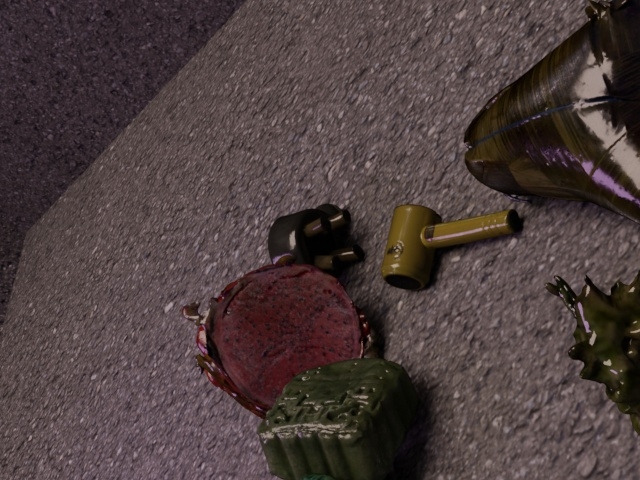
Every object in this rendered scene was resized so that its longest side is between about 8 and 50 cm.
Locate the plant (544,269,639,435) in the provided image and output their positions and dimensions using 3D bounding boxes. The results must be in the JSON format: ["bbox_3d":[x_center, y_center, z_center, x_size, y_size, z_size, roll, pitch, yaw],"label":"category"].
[{"bbox_3d":[0.424,0.125,1.409,0.180,0.251,0.333,-34,-2,13],"label":"plant"}]

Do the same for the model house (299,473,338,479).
[{"bbox_3d":[-0.039,0.506,1.574,0.261,0.241,0.226,51,121,19],"label":"model house"}]

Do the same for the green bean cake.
[{"bbox_3d":[0.030,0.287,1.763,0.223,0.124,0.227,-9,20,29],"label":"green bean cake"}]

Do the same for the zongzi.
[{"bbox_3d":[0.380,-0.080,1.577,0.403,0.208,0.432,-37,49,47],"label":"zongzi"}]

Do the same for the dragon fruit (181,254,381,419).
[{"bbox_3d":[-0.080,0.180,2.030,0.296,0.314,0.263,-45,-2,-14],"label":"dragon fruit"}]

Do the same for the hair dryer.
[{"bbox_3d":[0.221,-0.001,1.867,0.279,0.090,0.134,-13,54,48],"label":"hair dryer"}]

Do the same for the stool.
[{"bbox_3d":[-0.005,-0.007,2.154,0.139,0.153,0.228,-18,43,37],"label":"stool"}]
